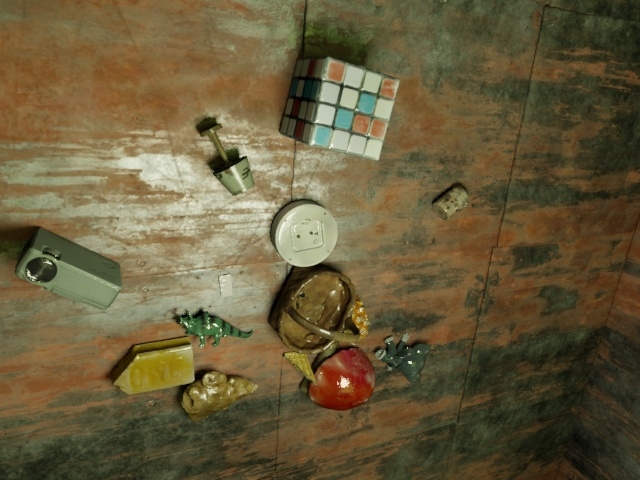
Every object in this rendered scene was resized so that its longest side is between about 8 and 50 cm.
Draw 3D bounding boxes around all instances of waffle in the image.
[{"bbox_3d":[-0.080,0.502,1.791,0.098,0.152,0.023,-6,145,-27],"label":"waffle"}]

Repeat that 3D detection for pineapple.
[{"bbox_3d":[0.140,0.324,1.826,0.080,0.135,0.232,-13,113,-21],"label":"pineapple"}]

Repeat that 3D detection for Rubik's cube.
[{"bbox_3d":[0.053,-0.410,1.430,0.259,0.256,0.253,9,105,-27],"label":"Rubik's cube"}]

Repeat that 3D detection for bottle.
[{"bbox_3d":[0.536,-0.159,1.851,0.152,0.099,0.098,-39,121,-11],"label":"bottle"}]

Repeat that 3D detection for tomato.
[{"bbox_3d":[0.115,0.586,1.861,0.309,0.170,0.308,-25,131,-34],"label":"tomato"}]

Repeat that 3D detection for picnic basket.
[{"bbox_3d":[0.005,0.275,1.639,0.293,0.337,0.337,20,100,-30],"label":"picnic basket"}]

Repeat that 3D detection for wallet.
[{"bbox_3d":[-0.331,0.158,1.611,0.044,0.011,0.083,-11,114,-21],"label":"wallet"}]

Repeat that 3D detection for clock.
[{"bbox_3d":[-0.056,-0.025,1.622,0.231,0.083,0.230,-6,107,-20],"label":"clock"}]

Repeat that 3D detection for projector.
[{"bbox_3d":[-0.706,0.085,1.302,0.257,0.192,0.099,33,92,-32],"label":"projector"}]

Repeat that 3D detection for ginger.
[{"bbox_3d":[-0.371,0.549,1.680,0.270,0.123,0.218,-21,136,-24],"label":"ginger"}]

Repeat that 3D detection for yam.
[{"bbox_3d":[-0.003,0.507,1.873,0.061,0.061,0.252,24,99,-30],"label":"yam"}]

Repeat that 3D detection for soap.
[{"bbox_3d":[-0.568,0.430,1.565,0.258,0.080,0.160,-7,112,-23],"label":"soap"}]

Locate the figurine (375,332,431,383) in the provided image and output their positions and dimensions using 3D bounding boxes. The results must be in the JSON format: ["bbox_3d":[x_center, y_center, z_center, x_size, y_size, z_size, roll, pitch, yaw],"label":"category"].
[{"bbox_3d":[0.360,0.498,2.000,0.265,0.140,0.192,32,77,-45],"label":"figurine"}]

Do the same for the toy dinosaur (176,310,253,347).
[{"bbox_3d":[-0.372,0.326,1.621,0.292,0.079,0.120,35,94,-35],"label":"toy dinosaur"}]

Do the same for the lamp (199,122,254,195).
[{"bbox_3d":[-0.287,-0.249,1.416,0.121,0.121,0.214,-29,110,-12],"label":"lamp"}]
